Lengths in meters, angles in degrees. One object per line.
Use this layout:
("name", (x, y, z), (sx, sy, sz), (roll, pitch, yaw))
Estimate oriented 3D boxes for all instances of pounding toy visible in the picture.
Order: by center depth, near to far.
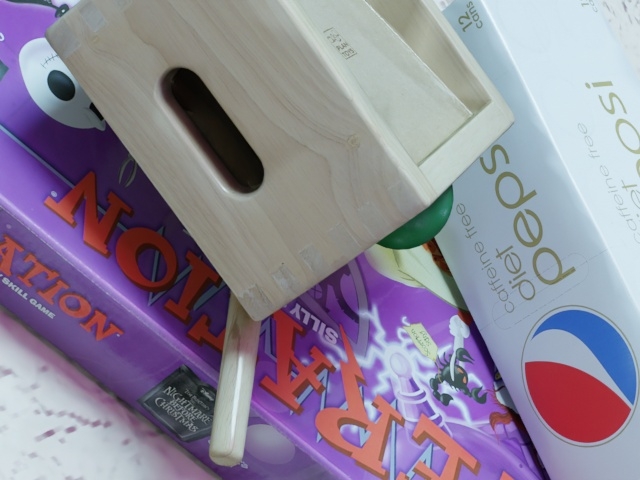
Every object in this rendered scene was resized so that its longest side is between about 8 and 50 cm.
("pounding toy", (-0.013, -0.029, 0.584), (0.141, 0.100, 0.130), (54, 26, -2))

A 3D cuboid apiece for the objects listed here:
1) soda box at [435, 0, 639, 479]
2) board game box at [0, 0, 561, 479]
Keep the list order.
("soda box", (0.101, 0.014, 0.666), (0.074, 0.069, 0.216), (-10, 69, -46))
("board game box", (0.000, 0.000, 0.669), (0.347, 0.056, 0.208), (40, 46, -15))
